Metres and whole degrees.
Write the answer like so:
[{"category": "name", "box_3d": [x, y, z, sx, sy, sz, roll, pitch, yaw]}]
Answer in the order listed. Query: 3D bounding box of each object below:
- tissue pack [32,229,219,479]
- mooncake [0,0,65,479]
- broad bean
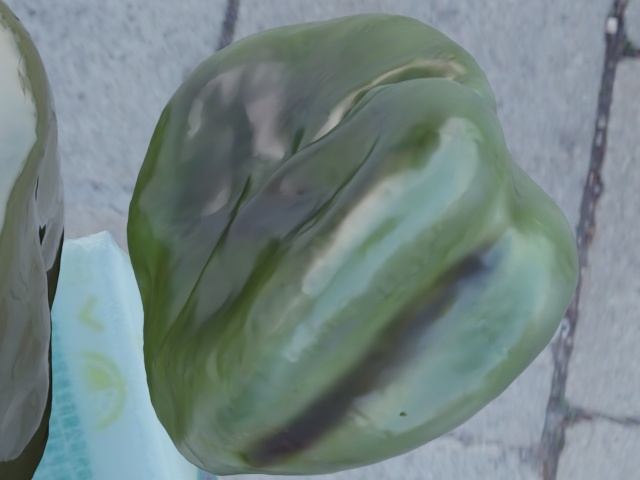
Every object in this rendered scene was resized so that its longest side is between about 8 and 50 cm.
[{"category": "tissue pack", "box_3d": [-0.124, 0.221, 1.137, 0.162, 0.287, 0.388, -15, 75, -1]}, {"category": "mooncake", "box_3d": [-0.300, 0.017, 0.893, 0.378, 0.201, 0.378, 1, 51, -1]}, {"category": "broad bean", "box_3d": [-0.002, -0.002, 0.578, 0.072, 0.206, 0.153, 43, 85, -23]}]
